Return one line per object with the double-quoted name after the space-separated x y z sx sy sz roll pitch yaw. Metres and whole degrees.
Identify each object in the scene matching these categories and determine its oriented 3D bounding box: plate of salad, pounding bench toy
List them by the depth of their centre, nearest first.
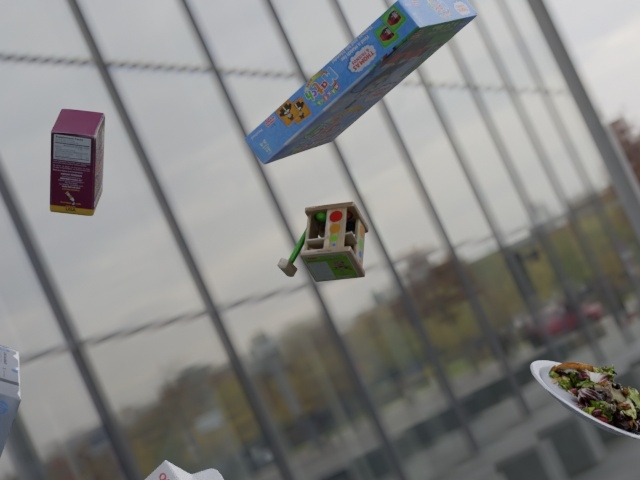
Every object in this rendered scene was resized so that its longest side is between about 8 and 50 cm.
0.000 0.000 1.820 0.083 0.065 0.052 -6 -33 18 "pounding bench toy"
0.361 0.196 2.324 0.048 0.200 0.200 -64 -17 14 "plate of salad"

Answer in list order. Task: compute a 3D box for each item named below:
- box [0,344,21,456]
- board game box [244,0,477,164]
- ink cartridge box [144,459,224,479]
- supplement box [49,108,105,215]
-0.348 0.197 1.872 0.038 0.145 0.186 19 7 -14 "box"
0.041 -0.161 1.777 0.211 0.039 0.160 -39 -7 27 "board game box"
-0.140 0.282 1.712 0.143 0.092 0.090 -44 -37 4 "ink cartridge box"
-0.225 -0.072 1.687 0.043 0.083 0.055 7 28 2 "supplement box"
